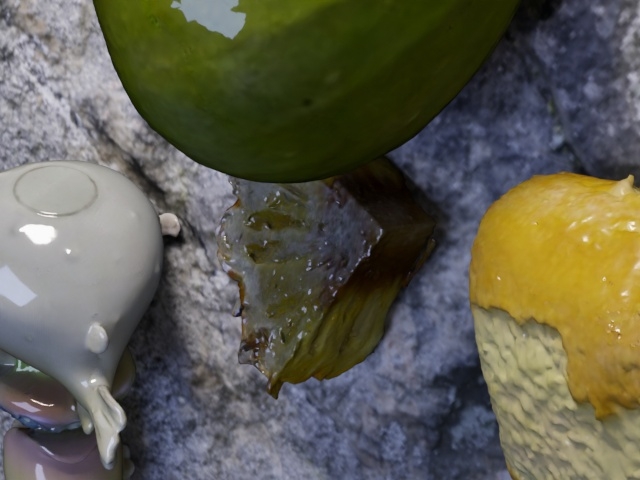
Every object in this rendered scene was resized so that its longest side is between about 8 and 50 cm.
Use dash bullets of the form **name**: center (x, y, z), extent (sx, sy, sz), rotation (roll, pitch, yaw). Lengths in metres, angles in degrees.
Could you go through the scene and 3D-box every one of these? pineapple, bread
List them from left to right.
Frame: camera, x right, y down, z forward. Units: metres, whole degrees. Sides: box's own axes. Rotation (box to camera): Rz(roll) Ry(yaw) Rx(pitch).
- **pineapple**: center (0.000, 0.000, 1.231), extent (0.186, 0.114, 0.236), rotation (3, 103, 40)
- **bread**: center (0.256, 0.091, 0.958), extent (0.375, 0.165, 0.237), rotation (20, 125, 55)

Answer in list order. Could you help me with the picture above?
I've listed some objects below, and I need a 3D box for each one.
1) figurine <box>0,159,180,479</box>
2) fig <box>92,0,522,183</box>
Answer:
- **figurine**: center (-0.226, 0.132, 1.406), extent (0.274, 0.226, 0.394), rotation (-124, 32, -48)
- **fig**: center (0.008, -0.198, 1.051), extent (0.316, 0.316, 0.316), rotation (14, 113, 37)
